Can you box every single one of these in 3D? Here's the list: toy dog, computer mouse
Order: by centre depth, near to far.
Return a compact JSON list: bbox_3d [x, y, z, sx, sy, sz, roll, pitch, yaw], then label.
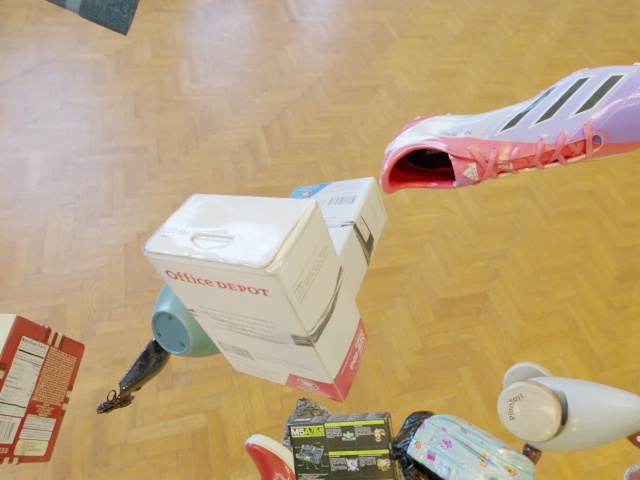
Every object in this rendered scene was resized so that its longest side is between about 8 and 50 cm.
[{"bbox_3d":[0.408,0.287,0.599,0.220,0.334,0.160,2,90,-38],"label":"toy dog"},{"bbox_3d":[-0.526,0.399,1.268,0.072,0.188,0.272,34,80,4],"label":"computer mouse"}]

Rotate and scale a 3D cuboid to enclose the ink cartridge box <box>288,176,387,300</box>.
[{"bbox_3d":[0.000,0.000,1.242,0.286,0.166,0.394,-3,38,29],"label":"ink cartridge box"}]

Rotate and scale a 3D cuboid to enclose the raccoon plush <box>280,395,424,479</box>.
[{"bbox_3d":[0.109,0.547,1.160,0.447,0.299,0.216,-19,36,21],"label":"raccoon plush"}]

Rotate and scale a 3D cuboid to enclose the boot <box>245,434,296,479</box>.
[{"bbox_3d":[-0.109,0.567,0.927,0.244,0.088,0.176,52,43,-8],"label":"boot"}]

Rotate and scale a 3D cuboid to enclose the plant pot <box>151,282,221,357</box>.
[{"bbox_3d":[-0.349,0.211,1.184,0.290,0.290,0.195,32,29,13],"label":"plant pot"}]

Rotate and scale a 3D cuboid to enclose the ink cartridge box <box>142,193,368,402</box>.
[{"bbox_3d":[-0.055,0.061,0.446,0.159,0.217,0.092,6,48,29],"label":"ink cartridge box"}]

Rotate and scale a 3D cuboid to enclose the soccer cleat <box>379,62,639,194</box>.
[{"bbox_3d":[0.168,-0.084,0.376,0.248,0.083,0.095,0,45,40],"label":"soccer cleat"}]

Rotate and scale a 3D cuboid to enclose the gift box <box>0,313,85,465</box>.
[{"bbox_3d":[-0.612,0.265,0.708,0.258,0.255,0.276,4,59,4],"label":"gift box"}]

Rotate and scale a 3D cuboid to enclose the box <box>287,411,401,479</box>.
[{"bbox_3d":[0.046,0.412,0.764,0.191,0.045,0.184,-12,81,17],"label":"box"}]

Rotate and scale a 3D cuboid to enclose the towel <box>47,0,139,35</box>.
[{"bbox_3d":[-0.292,-0.311,0.524,0.120,0.067,0.029,18,23,-26],"label":"towel"}]

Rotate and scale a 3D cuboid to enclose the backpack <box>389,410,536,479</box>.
[{"bbox_3d":[0.214,0.331,0.627,0.182,0.152,0.115,18,78,42],"label":"backpack"}]
